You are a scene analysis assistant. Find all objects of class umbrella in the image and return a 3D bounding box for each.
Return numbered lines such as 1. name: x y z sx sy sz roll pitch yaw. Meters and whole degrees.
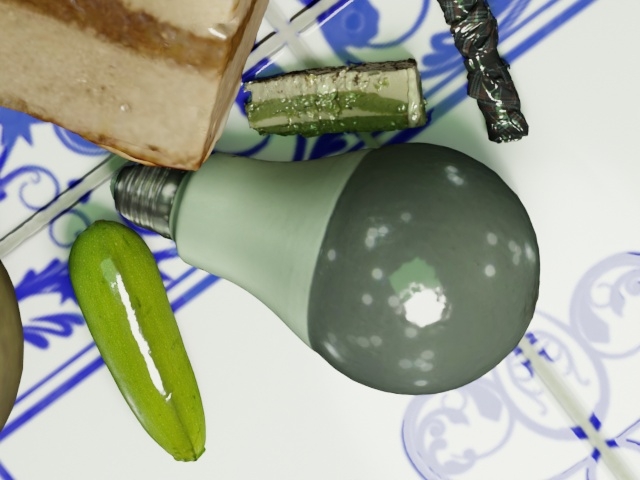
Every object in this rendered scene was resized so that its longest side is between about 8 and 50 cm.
1. umbrella: 0.116 -0.140 1.447 0.037 0.040 0.144 -18 99 18

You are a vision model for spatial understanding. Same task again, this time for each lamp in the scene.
1. lamp: 0.012 0.005 1.443 0.314 0.182 0.181 16 104 33

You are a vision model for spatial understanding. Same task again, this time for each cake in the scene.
1. cake: 0.014 -0.105 1.466 0.140 0.055 0.051 -2 103 21
2. cake: -0.128 -0.185 1.358 0.199 0.196 0.293 19 134 0

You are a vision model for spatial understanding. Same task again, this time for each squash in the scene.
1. squash: -0.134 0.077 1.491 0.066 0.066 0.201 -20 106 6

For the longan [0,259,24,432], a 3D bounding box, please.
1. longan: -0.337 0.086 1.408 0.258 0.258 0.258 1 101 3
